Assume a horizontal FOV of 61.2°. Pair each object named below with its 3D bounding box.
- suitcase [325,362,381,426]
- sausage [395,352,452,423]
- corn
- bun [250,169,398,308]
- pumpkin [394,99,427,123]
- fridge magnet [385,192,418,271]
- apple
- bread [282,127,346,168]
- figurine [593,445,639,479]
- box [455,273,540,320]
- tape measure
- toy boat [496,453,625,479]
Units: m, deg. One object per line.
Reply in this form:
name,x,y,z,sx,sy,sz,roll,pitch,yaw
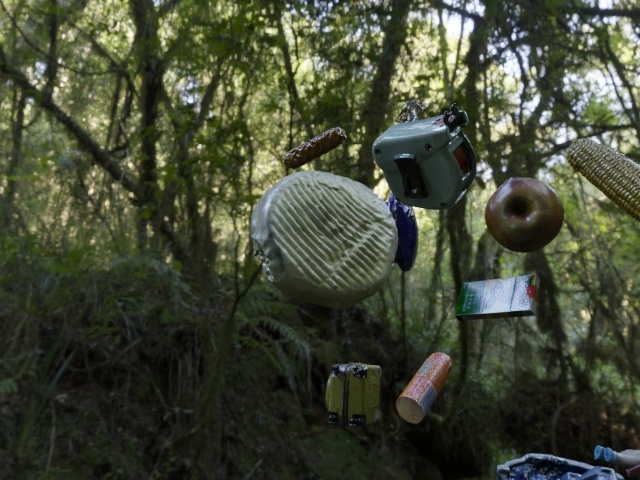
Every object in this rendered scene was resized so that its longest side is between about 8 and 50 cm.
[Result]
suitcase,0.102,0.483,1.707,0.143,0.193,0.235,-3,-13,23
sausage,0.336,0.435,1.677,0.093,0.092,0.312,-24,6,39
corn,0.801,-0.158,1.432,0.121,0.363,0.120,-17,-43,-17
bun,0.000,0.000,0.800,0.221,0.220,0.134,7,-31,-14
pumpkin,0.271,-0.371,1.618,0.073,0.101,0.035,24,-20,34
fridge magnet,0.252,-0.030,1.737,0.113,0.265,0.265,-8,-28,23
apple,0.568,-0.071,1.517,0.211,0.210,0.188,-15,-13,27
bread,-0.014,-0.207,1.216,0.157,0.044,0.052,-25,0,21
figurine,0.711,0.492,1.153,0.260,0.102,0.205,12,-28,-1
box,0.522,0.171,1.605,0.235,0.132,0.034,-11,-49,41
tape measure,0.257,-0.189,1.327,0.243,0.125,0.246,1,-56,50
toy boat,0.478,0.466,1.009,0.310,0.129,0.142,12,-52,3
